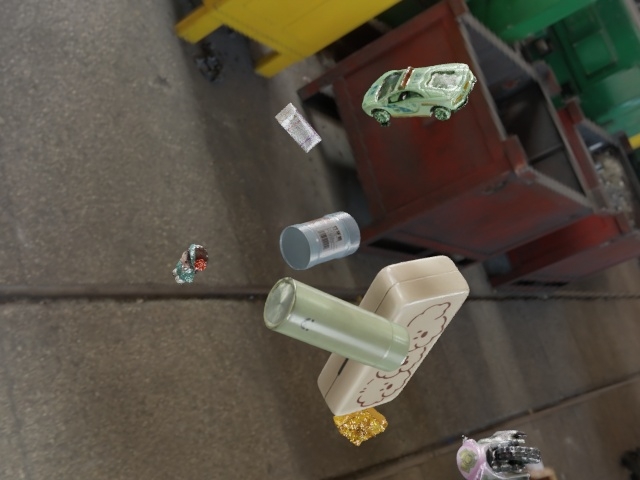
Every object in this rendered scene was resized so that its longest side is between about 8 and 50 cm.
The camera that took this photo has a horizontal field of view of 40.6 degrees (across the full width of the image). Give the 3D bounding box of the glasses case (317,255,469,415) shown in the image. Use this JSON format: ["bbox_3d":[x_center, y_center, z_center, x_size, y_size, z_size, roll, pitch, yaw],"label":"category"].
[{"bbox_3d":[0.112,0.164,1.427,0.144,0.336,0.076,-9,54,-30],"label":"glasses case"}]

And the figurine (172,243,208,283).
[{"bbox_3d":[-0.253,0.050,1.678,0.047,0.106,0.060,13,53,-29],"label":"figurine"}]

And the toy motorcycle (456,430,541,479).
[{"bbox_3d":[0.408,0.539,2.083,0.327,0.188,0.143,92,-5,-67],"label":"toy motorcycle"}]

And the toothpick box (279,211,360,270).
[{"bbox_3d":[0.000,0.000,1.888,0.153,0.101,0.101,-17,82,-43],"label":"toothpick box"}]

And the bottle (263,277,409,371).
[{"bbox_3d":[0.025,0.116,1.164,0.201,0.072,0.072,24,45,-30],"label":"bottle"}]

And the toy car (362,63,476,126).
[{"bbox_3d":[0.137,-0.221,1.279,0.058,0.186,0.093,51,55,-40],"label":"toy car"}]

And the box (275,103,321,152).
[{"bbox_3d":[-0.050,-0.256,1.969,0.117,0.051,0.036,46,5,-44],"label":"box"}]

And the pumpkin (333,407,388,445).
[{"bbox_3d":[0.078,0.354,1.701,0.074,0.083,0.054,48,20,-25],"label":"pumpkin"}]
